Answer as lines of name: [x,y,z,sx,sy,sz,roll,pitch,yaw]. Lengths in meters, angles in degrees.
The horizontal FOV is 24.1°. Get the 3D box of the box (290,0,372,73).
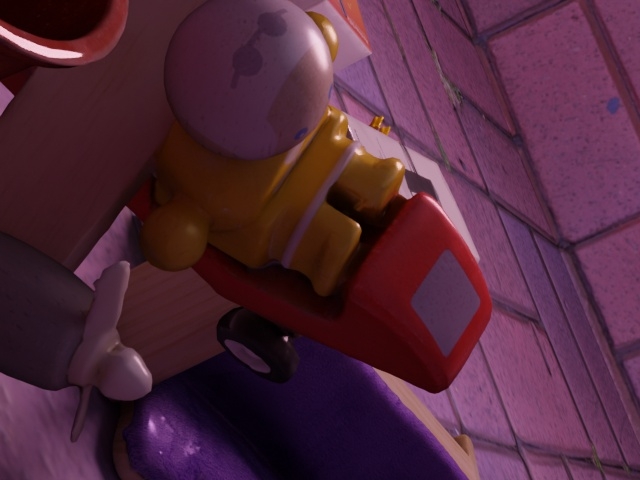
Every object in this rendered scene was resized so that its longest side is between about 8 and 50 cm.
box: [-0.018,-0.308,1.874,0.130,0.091,0.170,42,27,-52]

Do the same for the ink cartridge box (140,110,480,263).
ink cartridge box: [0.000,0.000,1.302,0.273,0.197,0.114,18,48,-68]

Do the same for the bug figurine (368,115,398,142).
bug figurine: [0.054,0.001,1.578,0.216,0.072,0.279,60,31,-27]

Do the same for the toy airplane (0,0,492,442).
toy airplane: [-0.085,-0.089,0.843,0.272,0.384,0.386,157,-73,-68]

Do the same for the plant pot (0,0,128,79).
plant pot: [-0.260,-0.131,0.589,0.272,0.265,0.272,54,19,-29]

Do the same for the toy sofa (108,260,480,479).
toy sofa: [-0.005,0.160,1.141,0.362,0.150,0.177,51,20,-39]
